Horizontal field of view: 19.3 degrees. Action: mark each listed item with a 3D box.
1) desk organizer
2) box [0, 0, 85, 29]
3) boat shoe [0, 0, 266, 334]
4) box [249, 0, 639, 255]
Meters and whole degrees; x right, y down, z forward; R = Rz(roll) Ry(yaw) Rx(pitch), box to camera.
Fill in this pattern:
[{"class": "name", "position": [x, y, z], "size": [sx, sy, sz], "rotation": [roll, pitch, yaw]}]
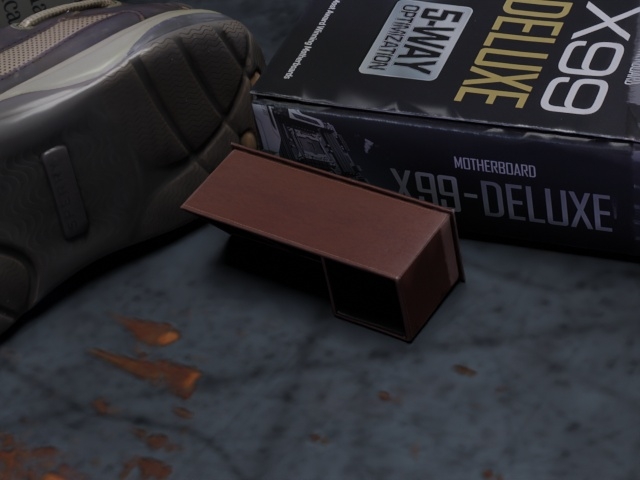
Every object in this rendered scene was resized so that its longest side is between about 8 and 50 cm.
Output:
[{"class": "desk organizer", "position": [0.000, 0.000, 0.917], "size": [0.130, 0.047, 0.050], "rotation": [18, 51, 29]}, {"class": "box", "position": [-0.263, -0.116, 1.058], "size": [0.275, 0.113, 0.094], "rotation": [-24, 42, -13]}, {"class": "boat shoe", "position": [-0.194, -0.025, 0.944], "size": [0.355, 0.132, 0.130], "rotation": [-23, 32, -27]}, {"class": "box", "position": [0.133, -0.124, 1.007], "size": [0.243, 0.076, 0.307], "rotation": [9, 43, 21]}]
